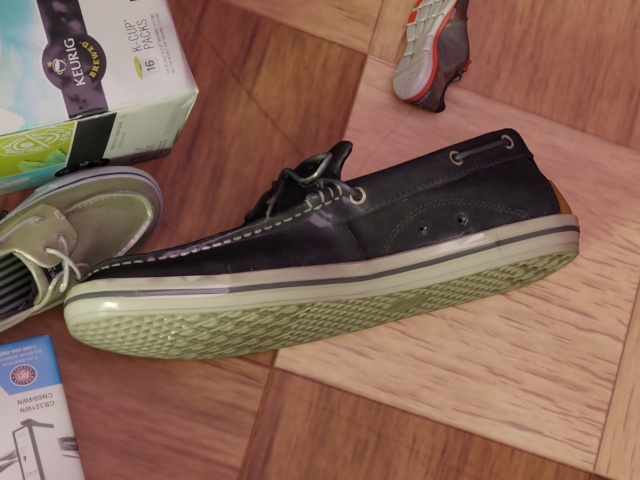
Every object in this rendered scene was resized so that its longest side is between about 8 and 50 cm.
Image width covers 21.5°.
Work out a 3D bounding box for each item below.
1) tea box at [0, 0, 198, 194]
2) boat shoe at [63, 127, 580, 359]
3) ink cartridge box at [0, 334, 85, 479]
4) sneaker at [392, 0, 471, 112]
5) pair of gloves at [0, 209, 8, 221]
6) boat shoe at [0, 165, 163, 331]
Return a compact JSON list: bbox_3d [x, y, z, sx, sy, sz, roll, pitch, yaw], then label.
[{"bbox_3d":[-0.317,-0.218,1.509,0.323,0.220,0.329,-15,82,-14],"label":"tea box"},{"bbox_3d":[0.000,0.000,1.556,0.500,0.187,0.156,-12,75,-20],"label":"boat shoe"},{"bbox_3d":[-0.286,0.201,1.490,0.148,0.086,0.203,-13,81,-14],"label":"ink cartridge box"},{"bbox_3d":[0.123,-0.198,1.698,0.065,0.061,0.158,33,72,-32],"label":"sneaker"},{"bbox_3d":[-0.275,0.001,1.579,0.083,0.010,0.074,-12,83,-13],"label":"pair of gloves"},{"bbox_3d":[-0.260,0.028,1.507,0.302,0.094,0.109,-31,116,-24],"label":"boat shoe"}]
